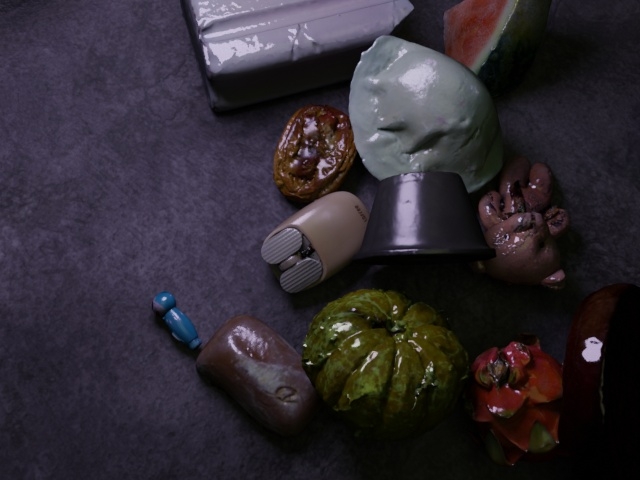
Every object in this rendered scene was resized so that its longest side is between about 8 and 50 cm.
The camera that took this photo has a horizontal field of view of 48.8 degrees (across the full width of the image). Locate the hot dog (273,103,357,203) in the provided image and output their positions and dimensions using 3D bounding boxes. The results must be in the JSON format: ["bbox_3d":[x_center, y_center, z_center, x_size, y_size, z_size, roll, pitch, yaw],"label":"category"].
[{"bbox_3d":[-0.008,-0.186,1.464,0.160,0.099,0.227,18,69,-4],"label":"hot dog"}]

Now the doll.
[{"bbox_3d":[0.418,-0.055,1.435,0.201,0.156,0.303,12,68,5],"label":"doll"}]

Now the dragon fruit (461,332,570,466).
[{"bbox_3d":[0.363,0.292,1.285,0.224,0.224,0.227,-40,96,-15],"label":"dragon fruit"}]

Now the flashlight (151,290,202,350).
[{"bbox_3d":[-0.274,0.154,1.359,0.051,0.051,0.129,-40,83,-15],"label":"flashlight"}]

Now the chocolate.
[{"bbox_3d":[-0.105,0.248,1.326,0.261,0.083,0.161,36,71,7],"label":"chocolate"}]

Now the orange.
[{"bbox_3d":[0.105,0.224,1.267,0.301,0.223,0.300,29,34,16],"label":"orange"}]

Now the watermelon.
[{"bbox_3d":[0.376,-0.450,1.544,0.193,0.232,0.310,10,117,-4],"label":"watermelon"}]

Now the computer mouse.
[{"bbox_3d":[0.000,0.000,1.401,0.236,0.082,0.145,-32,96,-14],"label":"computer mouse"}]

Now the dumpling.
[{"bbox_3d":[0.228,-0.245,1.452,0.320,0.212,0.270,33,115,19],"label":"dumpling"}]

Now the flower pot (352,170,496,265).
[{"bbox_3d":[0.191,-0.038,1.330,0.269,0.269,0.166,-1,87,-5],"label":"flower pot"}]

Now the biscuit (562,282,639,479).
[{"bbox_3d":[0.532,0.280,1.256,0.091,0.407,0.407,-6,67,39],"label":"biscuit"}]

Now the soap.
[{"bbox_3d":[-0.072,-0.497,1.495,0.435,0.213,0.350,-18,78,-10],"label":"soap"}]
